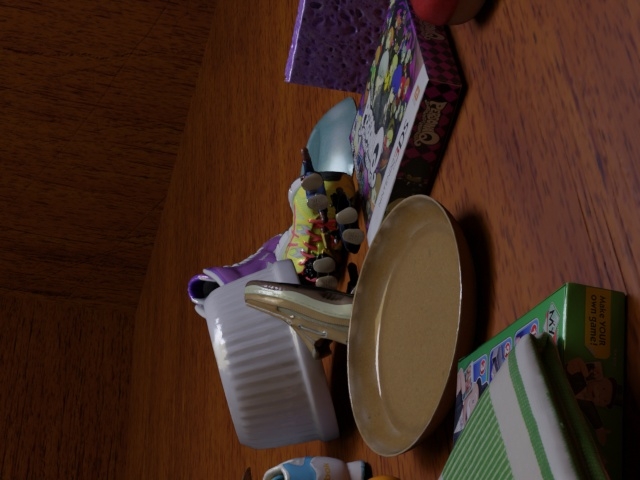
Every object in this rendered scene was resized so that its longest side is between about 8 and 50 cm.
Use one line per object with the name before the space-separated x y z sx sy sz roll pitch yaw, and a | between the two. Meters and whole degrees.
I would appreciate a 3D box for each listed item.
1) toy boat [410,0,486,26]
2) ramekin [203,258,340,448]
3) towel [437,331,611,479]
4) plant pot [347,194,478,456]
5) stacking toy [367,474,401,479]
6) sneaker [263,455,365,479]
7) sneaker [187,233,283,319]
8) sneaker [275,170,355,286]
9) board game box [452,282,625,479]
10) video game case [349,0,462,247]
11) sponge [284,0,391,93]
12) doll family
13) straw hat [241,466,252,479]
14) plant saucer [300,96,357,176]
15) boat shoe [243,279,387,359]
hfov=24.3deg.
toy boat | 0.083 -0.307 1.423 0.231 0.151 0.151 -102 25 -60
ramekin | -0.057 0.132 1.639 0.207 0.109 0.207 165 90 -86
towel | 0.089 0.239 0.916 0.248 0.038 0.325 -98 27 -65
plant pot | 0.084 0.077 1.336 0.236 0.032 0.236 -171 90 -70
stacking toy | -0.025 0.303 1.415 0.302 0.175 0.166 -36 63 31
sneaker | -0.021 0.275 1.586 0.229 0.092 0.087 121 154 -63
sneaker | -0.094 0.048 1.948 0.282 0.161 0.102 -119 39 -73
sneaker | 0.000 0.000 1.772 0.208 0.081 0.094 105 161 -51
board game box | 0.139 0.210 1.007 0.213 0.046 0.317 131 147 -66
video game case | 0.083 -0.130 1.542 0.232 0.042 0.210 -97 21 -54
sponge | 0.036 -0.273 1.696 0.031 0.117 0.210 -137 58 -73
doll family | 0.014 -0.005 1.590 0.111 0.076 0.193 -70 -22 -80
straw hat | -0.077 0.354 1.857 0.144 0.061 0.144 14 -90 -85
plant saucer | 0.003 -0.090 1.897 0.195 0.037 0.195 -170 90 -78
boat shoe | -0.002 0.084 1.497 0.190 0.068 0.072 10 94 37
